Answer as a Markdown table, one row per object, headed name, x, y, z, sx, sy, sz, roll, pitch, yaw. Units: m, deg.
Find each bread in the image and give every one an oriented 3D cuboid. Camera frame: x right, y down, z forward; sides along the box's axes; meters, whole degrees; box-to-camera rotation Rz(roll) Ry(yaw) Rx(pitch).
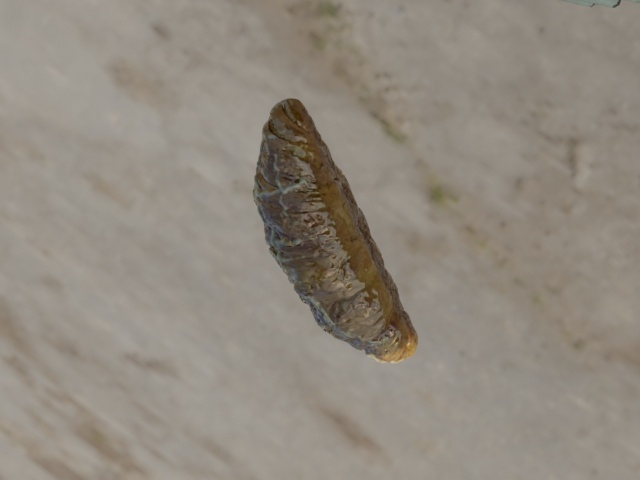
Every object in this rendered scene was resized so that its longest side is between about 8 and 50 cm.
| name | x | y | z | sx | sy | sz | roll | pitch | yaw |
| --- | --- | --- | --- | --- | --- | --- | --- | --- | --- |
| bread | 0.000 | 0.000 | 1.393 | 0.105 | 0.076 | 0.233 | -93 | -20 | -65 |

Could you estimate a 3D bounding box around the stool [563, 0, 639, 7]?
| name | x | y | z | sx | sy | sz | roll | pitch | yaw |
| --- | --- | --- | --- | --- | --- | --- | --- | --- | --- |
| stool | 0.054 | -0.297 | 1.090 | 0.330 | 0.297 | 0.297 | 1 | 180 | -31 |
